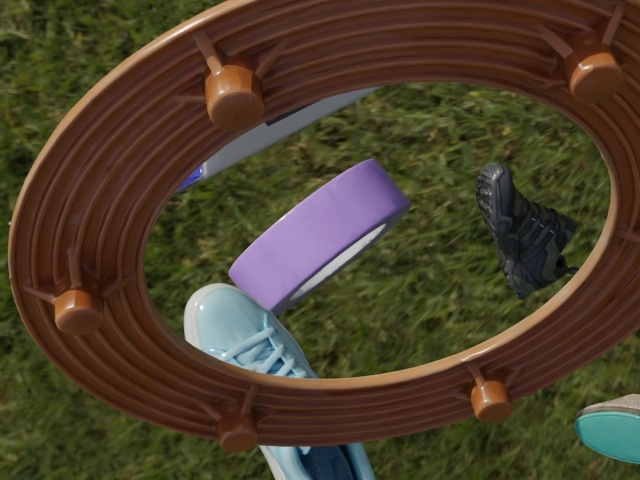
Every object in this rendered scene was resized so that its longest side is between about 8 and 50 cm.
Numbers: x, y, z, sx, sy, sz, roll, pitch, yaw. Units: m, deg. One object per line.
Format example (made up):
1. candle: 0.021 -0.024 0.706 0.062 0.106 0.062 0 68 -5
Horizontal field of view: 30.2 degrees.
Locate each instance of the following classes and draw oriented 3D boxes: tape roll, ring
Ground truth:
1. tape roll: 0.000 0.000 1.731 0.275 0.275 0.090 -40 84 18
2. ring: 0.030 0.014 0.544 0.337 0.336 0.032 -27 48 18

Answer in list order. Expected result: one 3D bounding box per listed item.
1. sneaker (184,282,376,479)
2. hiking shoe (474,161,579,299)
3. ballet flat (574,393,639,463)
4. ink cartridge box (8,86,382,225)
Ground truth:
1. sneaker: -0.032 0.201 1.489 0.366 0.135 0.150 55 151 -2
2. hiking shoe: 0.286 -0.027 1.623 0.114 0.086 0.226 -22 128 2
3. ballet flat: 0.525 0.273 1.747 0.316 0.106 0.107 -2 115 49
4. ink cartridge box: -0.071 -0.112 0.971 0.176 0.371 0.069 -4 113 45
